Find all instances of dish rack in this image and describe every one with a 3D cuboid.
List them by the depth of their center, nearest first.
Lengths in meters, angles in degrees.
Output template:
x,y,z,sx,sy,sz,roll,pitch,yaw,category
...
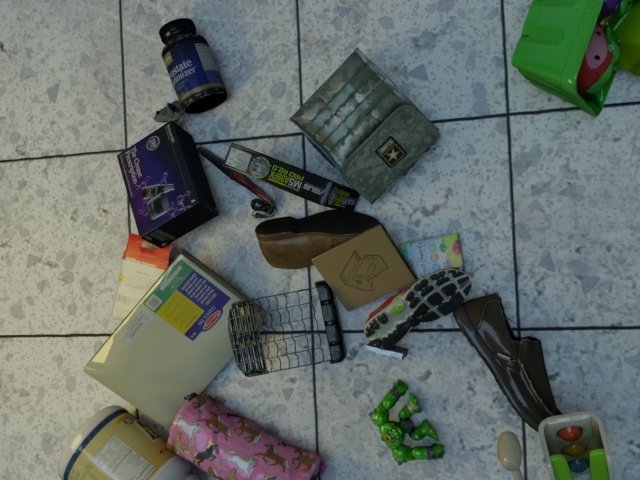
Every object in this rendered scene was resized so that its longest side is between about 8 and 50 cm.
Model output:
x,y,z,sx,sy,sz,roll,pitch,yaw,category
-0.085,0.220,1.744,0.272,0.074,0.208,-11,86,1,dish rack

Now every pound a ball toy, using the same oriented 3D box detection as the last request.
x,y,z,sx,sy,sz,roll,pitch,yaw,category
0.495,0.460,1.495,0.208,0.319,0.135,-14,45,15,pound a ball toy

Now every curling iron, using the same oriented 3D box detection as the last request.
x,y,z,sx,sy,sz,roll,pitch,yaw,category
-0.220,-0.152,1.832,0.274,0.035,0.068,43,101,11,curling iron

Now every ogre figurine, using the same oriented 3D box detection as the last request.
x,y,z,sx,sy,sz,roll,pitch,yaw,category
0.198,0.444,1.690,0.118,0.097,0.197,-30,97,-4,ogre figurine

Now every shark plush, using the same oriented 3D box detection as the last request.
x,y,z,sx,sy,sz,roll,pitch,yaw,category
-0.389,-0.320,1.828,0.067,0.161,0.073,-4,102,-15,shark plush

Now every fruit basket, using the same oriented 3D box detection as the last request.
x,y,z,sx,sy,sz,roll,pitch,yaw,category
0.639,-0.446,1.493,0.392,0.283,0.392,-4,82,32,fruit basket

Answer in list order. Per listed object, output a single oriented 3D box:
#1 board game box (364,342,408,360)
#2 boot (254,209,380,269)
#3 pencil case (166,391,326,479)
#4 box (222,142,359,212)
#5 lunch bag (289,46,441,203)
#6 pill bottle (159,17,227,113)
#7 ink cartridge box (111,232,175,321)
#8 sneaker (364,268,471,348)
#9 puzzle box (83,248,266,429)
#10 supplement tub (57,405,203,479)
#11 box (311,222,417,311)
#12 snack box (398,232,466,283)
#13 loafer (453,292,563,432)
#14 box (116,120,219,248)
x,y,z,sx,sy,sz,roll,pitch,yaw,category
0.158,0.261,1.698,0.090,0.090,0.020,12,93,15,board game box
0.000,0.000,1.757,0.305,0.112,0.115,-5,119,11,boot
-0.183,0.521,1.757,0.386,0.160,0.167,25,88,15,pencil case
-0.063,-0.144,1.685,0.270,0.216,0.060,23,95,18,box
0.110,-0.258,1.677,0.235,0.169,0.287,-45,87,8,lunch bag
-0.329,-0.444,1.818,0.123,0.123,0.219,-24,84,14,pill bottle
-0.452,0.105,1.874,0.134,0.078,0.231,14,94,14,ink cartridge box
0.217,0.138,1.667,0.279,0.118,0.107,-31,104,14,sneaker
-0.366,0.255,1.813,0.272,0.052,0.409,40,100,-12,puzzle box
-0.472,0.593,1.802,0.316,0.228,0.228,34,99,13,supplement tub
0.104,0.068,1.698,0.201,0.021,0.164,-27,106,26,box
0.265,0.044,1.696,0.141,0.037,0.100,-11,86,16,snack box
0.445,0.272,1.595,0.130,0.134,0.366,-37,81,13,loafer
-0.389,-0.142,1.809,0.184,0.103,0.261,-29,64,11,box
